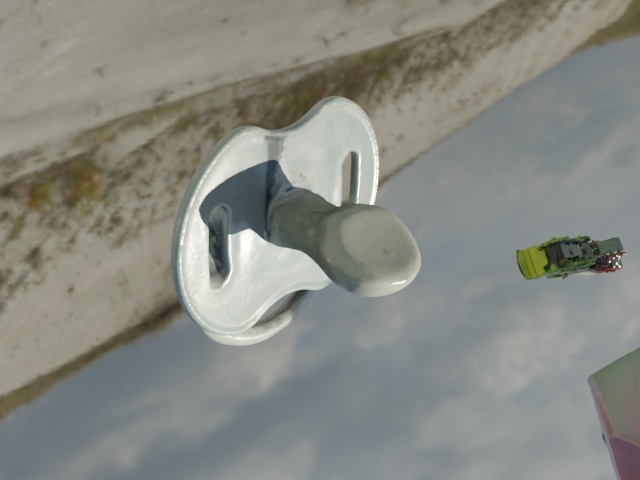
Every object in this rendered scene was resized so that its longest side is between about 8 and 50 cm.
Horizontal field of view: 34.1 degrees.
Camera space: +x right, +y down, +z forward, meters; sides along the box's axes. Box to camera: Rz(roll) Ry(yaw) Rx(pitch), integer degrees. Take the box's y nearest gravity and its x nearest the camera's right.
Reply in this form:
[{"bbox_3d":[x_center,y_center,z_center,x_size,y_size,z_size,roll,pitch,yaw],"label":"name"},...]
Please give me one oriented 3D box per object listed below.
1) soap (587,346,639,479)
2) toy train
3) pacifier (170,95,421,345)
[{"bbox_3d":[0.293,0.084,0.443,0.324,0.109,0.193,-18,-155,11],"label":"soap"},{"bbox_3d":[0.360,0.025,1.475,0.085,0.053,0.250,-20,167,33],"label":"toy train"},{"bbox_3d":[0.000,0.000,0.932,0.207,0.227,0.279,17,-150,36],"label":"pacifier"}]
